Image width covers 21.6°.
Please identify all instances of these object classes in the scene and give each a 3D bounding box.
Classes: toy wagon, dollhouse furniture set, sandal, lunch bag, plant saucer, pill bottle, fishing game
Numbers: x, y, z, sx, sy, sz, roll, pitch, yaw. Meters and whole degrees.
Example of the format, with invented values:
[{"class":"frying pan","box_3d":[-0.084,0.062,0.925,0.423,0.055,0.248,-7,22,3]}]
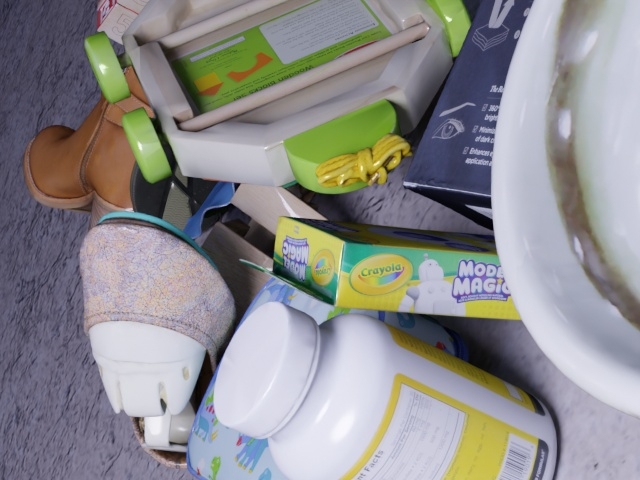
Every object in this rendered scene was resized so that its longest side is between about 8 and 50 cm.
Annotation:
[{"class":"toy wagon","box_3d":[-0.021,-0.123,1.254,0.267,0.068,0.344,-23,41,-6]},{"class":"dollhouse furniture set","box_3d":[0.000,0.000,1.309,0.144,0.123,0.151,-57,-9,14]},{"class":"sandal","box_3d":[-0.084,-0.146,1.518,0.303,0.120,0.086,-57,12,16]},{"class":"lunch bag","box_3d":[0.003,0.108,1.123,0.176,0.090,0.219,-66,24,-4]},{"class":"plant saucer","box_3d":[0.253,-0.087,0.783,0.400,0.100,0.401,-34,42,38]},{"class":"pill bottle","box_3d":[0.036,0.103,0.950,0.103,0.184,0.103,-44,31,35]},{"class":"fishing game","box_3d":[-0.056,-0.058,1.407,0.264,0.041,0.189,-50,6,-5]}]

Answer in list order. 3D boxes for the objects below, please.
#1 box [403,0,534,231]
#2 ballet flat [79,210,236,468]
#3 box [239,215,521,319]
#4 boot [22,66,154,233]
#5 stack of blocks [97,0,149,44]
[{"class":"box","box_3d":[0.149,-0.081,1.016,0.156,0.093,0.158,15,81,65]},{"class":"ballet flat","box_3d":[-0.112,0.091,1.226,0.316,0.107,0.106,75,-159,-63]},{"class":"box","box_3d":[0.050,0.016,1.011,0.105,0.179,0.043,-157,72,-65]},{"class":"boot","box_3d":[-0.209,-0.118,1.671,0.283,0.109,0.220,-127,49,-57]},{"class":"stack of blocks","box_3d":[-0.135,-0.363,1.847,0.297,0.087,0.171,-49,28,29]}]
